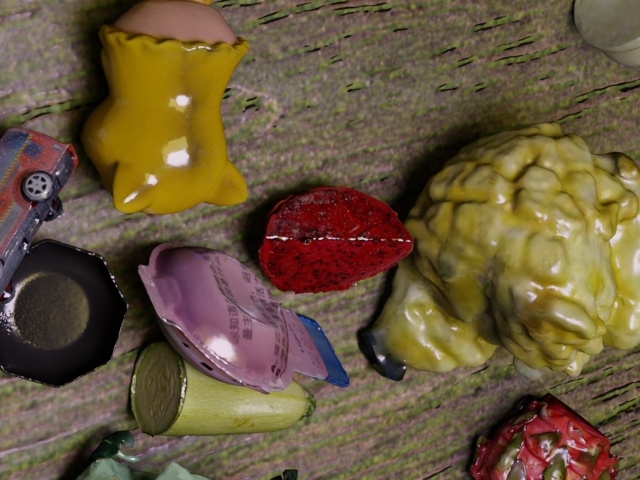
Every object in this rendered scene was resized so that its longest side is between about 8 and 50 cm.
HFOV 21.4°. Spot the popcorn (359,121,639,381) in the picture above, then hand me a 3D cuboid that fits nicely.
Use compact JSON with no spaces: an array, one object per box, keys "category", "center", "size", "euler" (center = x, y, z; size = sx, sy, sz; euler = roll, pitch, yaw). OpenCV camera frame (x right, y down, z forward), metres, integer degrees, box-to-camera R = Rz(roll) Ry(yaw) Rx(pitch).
[{"category":"popcorn","center":[0.219,0.023,1.753],"size":[0.237,0.293,0.293],"euler":[-36,119,-44]}]

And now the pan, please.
[{"category":"pan","center":[-0.280,0.055,1.540],"size":[0.202,0.048,0.128],"euler":[19,84,-11]}]

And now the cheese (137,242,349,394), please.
[{"category":"cheese","center":[-0.070,0.081,1.628],"size":[0.074,0.189,0.286],"euler":[-42,145,20]}]

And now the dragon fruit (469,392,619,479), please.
[{"category":"dragon fruit","center":[0.243,0.269,1.887],"size":[0.172,0.160,0.166],"euler":[-54,161,4]}]

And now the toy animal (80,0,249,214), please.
[{"category":"toy animal","center":[-0.136,-0.137,1.543],"size":[0.156,0.156,0.230],"euler":[-3,98,-34]}]

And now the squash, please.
[{"category":"squash","center":[-0.081,0.154,1.683],"size":[0.224,0.094,0.094],"euler":[11,93,-44]}]

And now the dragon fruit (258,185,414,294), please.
[{"category":"dragon fruit","center":[0.000,0.000,1.705],"size":[0.162,0.083,0.106],"euler":[-4,145,-21]}]

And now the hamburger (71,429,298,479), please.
[{"category":"hamburger","center":[-0.141,0.326,1.568],"size":[0.276,0.150,0.260],"euler":[12,92,2]}]

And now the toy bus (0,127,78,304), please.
[{"category":"toy bus","center":[-0.287,-0.010,1.491],"size":[0.077,0.065,0.192],"euler":[26,74,8]}]

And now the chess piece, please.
[{"category":"chess piece","center":[0.414,-0.225,1.908],"size":[0.251,0.144,0.144],"euler":[30,82,-40]}]
